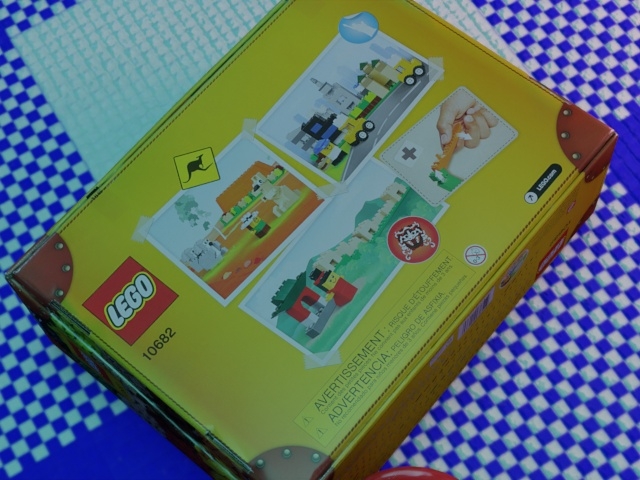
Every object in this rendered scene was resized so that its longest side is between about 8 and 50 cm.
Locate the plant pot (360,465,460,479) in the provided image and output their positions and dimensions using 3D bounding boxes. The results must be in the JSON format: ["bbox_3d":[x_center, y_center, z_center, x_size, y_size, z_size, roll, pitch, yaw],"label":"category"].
[{"bbox_3d":[0.080,0.306,1.153,0.191,0.174,0.191,-3,64,5],"label":"plant pot"}]

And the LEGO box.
[{"bbox_3d":[0.000,0.000,1.287,0.372,0.193,0.500,37,73,19],"label":"LEGO box"}]
